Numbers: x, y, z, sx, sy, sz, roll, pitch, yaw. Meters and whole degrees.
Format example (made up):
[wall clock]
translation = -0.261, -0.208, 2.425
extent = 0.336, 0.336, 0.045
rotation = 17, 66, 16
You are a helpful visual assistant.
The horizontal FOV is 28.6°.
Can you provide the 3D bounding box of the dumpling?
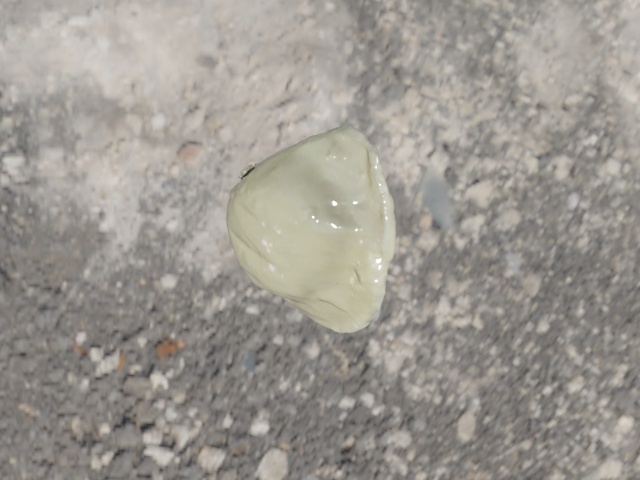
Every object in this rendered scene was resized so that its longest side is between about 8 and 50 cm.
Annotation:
[dumpling]
translation = 0.000, 0.000, 0.382
extent = 0.043, 0.077, 0.059
rotation = -21, 80, -58
